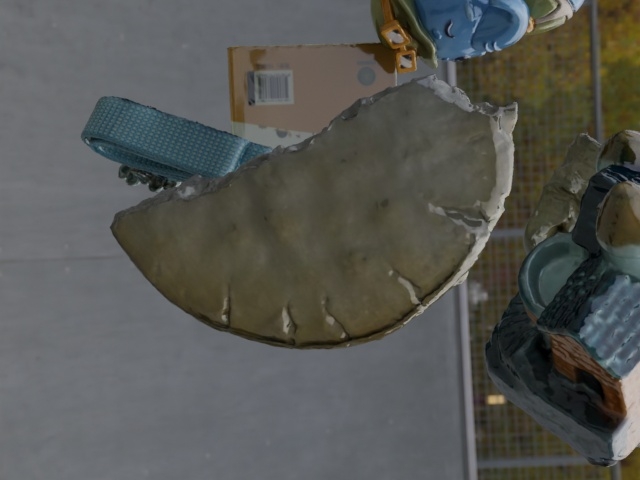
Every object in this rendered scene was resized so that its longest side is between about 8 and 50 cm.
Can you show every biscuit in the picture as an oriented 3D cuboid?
[{"bbox_3d":[-0.001,0.000,0.662,0.038,0.290,0.141,-26,96,-63],"label":"biscuit"}]

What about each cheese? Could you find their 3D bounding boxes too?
[{"bbox_3d":[0.364,-0.041,1.541,0.202,0.091,0.175,-59,158,-7],"label":"cheese"}]

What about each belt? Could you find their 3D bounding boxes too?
[{"bbox_3d":[-0.115,-0.071,0.920,0.065,0.179,0.100,-65,156,-12],"label":"belt"}]

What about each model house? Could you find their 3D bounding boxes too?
[{"bbox_3d":[0.257,0.018,0.936,0.184,0.253,0.291,36,-16,32],"label":"model house"}]

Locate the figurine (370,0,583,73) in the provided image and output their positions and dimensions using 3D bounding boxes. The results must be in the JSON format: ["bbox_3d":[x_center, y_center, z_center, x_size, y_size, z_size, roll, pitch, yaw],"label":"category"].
[{"bbox_3d":[0.182,-0.288,1.228,0.180,0.262,0.153,-14,83,-64],"label":"figurine"}]

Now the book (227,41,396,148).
[{"bbox_3d":[-0.004,-0.090,1.300,0.020,0.208,0.295,-155,-118,-75],"label":"book"}]
